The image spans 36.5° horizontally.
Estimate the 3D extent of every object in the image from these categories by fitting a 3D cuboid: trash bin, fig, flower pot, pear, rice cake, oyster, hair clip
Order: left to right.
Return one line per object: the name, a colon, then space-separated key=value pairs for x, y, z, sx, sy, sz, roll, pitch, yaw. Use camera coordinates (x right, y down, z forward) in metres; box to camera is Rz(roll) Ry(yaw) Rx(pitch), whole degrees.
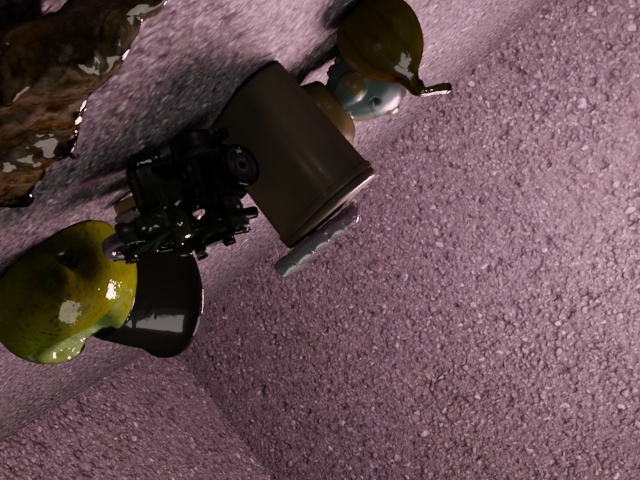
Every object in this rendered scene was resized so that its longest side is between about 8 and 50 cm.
oyster: x=-0.294 y=-0.111 z=0.897 sx=0.204 sy=0.111 sz=0.396 roll=-31 pitch=176 yaw=-41
pear: x=-0.424 y=0.091 z=1.637 sx=0.292 sy=0.159 sz=0.292 roll=-38 pitch=173 yaw=-5
flower pot: x=-0.375 y=0.107 z=1.922 sx=0.166 sy=0.269 sz=0.269 roll=0 pitch=149 yaw=-44
hair clip: x=-0.273 y=-0.072 z=1.634 sx=0.159 sy=0.071 sz=0.218 roll=-19 pitch=-161 yaw=30
trash bin: x=-0.056 y=-0.139 z=1.627 sx=0.121 sy=0.247 sz=0.243 roll=-36 pitch=175 yaw=-37
rice cake: x=0.000 y=0.000 z=1.701 sx=0.189 sy=0.037 sz=0.198 roll=-39 pitch=178 yaw=-3
fig: x=0.111 y=-0.314 z=1.621 sx=0.142 sy=0.186 sz=0.148 roll=-22 pitch=175 yaw=22

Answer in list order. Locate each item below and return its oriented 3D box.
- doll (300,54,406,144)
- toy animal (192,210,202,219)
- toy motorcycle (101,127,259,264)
doll: x=0.028 y=-0.247 z=1.800 sx=0.260 sy=0.161 sz=0.177 roll=-41 pitch=178 yaw=0
toy animal: x=-0.288 y=-0.040 z=1.858 sx=0.137 sy=0.098 sz=0.098 roll=-22 pitch=180 yaw=15
toy motorcycle: x=-0.217 y=-0.072 z=1.499 sx=0.275 sy=0.205 sz=0.127 roll=-12 pitch=163 yaw=-36
